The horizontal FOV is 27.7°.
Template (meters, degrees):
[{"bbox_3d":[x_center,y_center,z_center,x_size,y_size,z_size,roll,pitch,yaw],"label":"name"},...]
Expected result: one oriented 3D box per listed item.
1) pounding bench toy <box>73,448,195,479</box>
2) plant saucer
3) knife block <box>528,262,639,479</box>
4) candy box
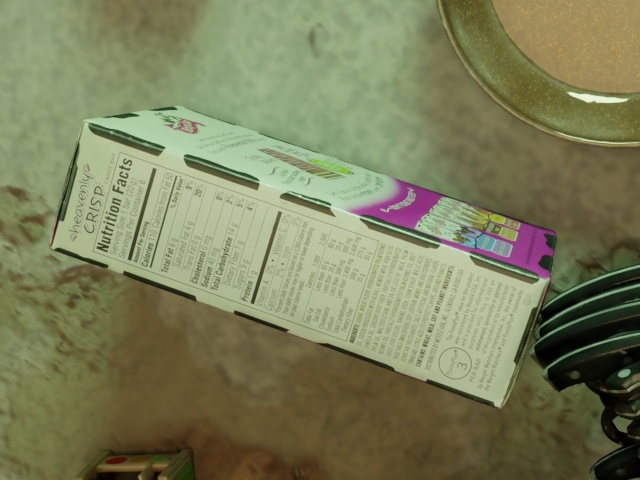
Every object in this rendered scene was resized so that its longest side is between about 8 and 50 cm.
[{"bbox_3d":[-0.115,0.160,0.764,0.065,0.083,0.052,-3,99,11],"label":"pounding bench toy"},{"bbox_3d":[0.159,-0.148,0.683,0.199,0.036,0.198,2,99,11],"label":"plant saucer"},{"bbox_3d":[0.249,0.025,0.639,0.276,0.242,0.088,-36,111,-19],"label":"knife block"},{"bbox_3d":[0.000,0.000,0.676,0.233,0.159,0.071,20,101,8],"label":"candy box"}]
